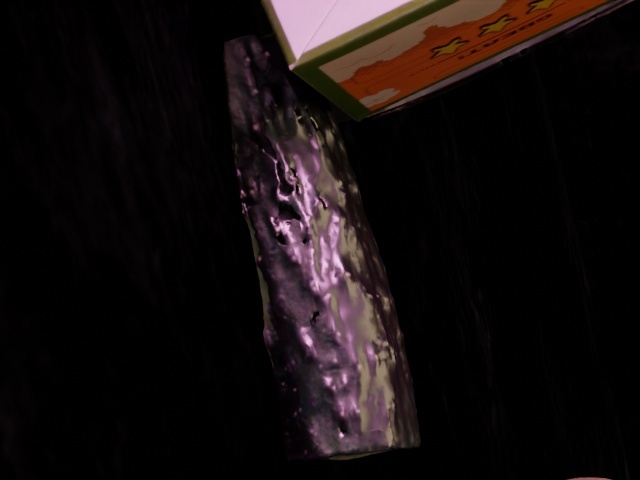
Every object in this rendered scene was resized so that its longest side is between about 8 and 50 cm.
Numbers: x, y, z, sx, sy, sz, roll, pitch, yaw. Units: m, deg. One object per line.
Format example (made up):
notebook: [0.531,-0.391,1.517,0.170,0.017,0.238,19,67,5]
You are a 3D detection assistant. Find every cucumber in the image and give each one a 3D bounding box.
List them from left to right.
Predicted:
cucumber: [0.002,-0.001,0.776,0.078,0.062,0.211,19,62,-75]

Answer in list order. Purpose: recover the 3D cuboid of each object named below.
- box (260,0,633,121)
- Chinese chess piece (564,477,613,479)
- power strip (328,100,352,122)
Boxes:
box: [0.045,-0.186,0.754,0.195,0.177,0.148,67,10,12]
Chinese chess piece: [0.273,0.367,1.572,0.273,0.102,0.273,-9,90,-76]
power strip: [-0.003,-0.122,0.913,0.038,0.029,0.111,-4,84,-77]
